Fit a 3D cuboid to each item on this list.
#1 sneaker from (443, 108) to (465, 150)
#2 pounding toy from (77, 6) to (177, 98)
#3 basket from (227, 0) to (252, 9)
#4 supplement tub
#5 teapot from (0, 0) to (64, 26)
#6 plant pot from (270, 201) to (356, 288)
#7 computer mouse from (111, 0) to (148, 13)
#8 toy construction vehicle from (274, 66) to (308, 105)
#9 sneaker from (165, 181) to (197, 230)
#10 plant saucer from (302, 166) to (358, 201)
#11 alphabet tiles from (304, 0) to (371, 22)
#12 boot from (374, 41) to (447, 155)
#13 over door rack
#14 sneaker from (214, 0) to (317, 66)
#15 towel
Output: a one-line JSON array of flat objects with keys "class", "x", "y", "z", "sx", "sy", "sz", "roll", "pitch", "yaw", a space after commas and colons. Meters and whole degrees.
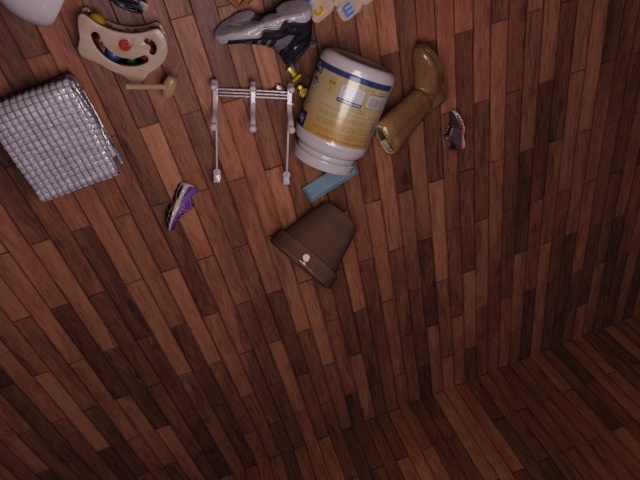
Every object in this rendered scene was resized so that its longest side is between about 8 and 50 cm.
[{"class": "sneaker", "x": 0.455, "y": -0.370, "z": 1.722, "sx": 0.065, "sy": 0.061, "sz": 0.157, "roll": -20, "pitch": 126, "yaw": 2}, {"class": "pounding toy", "x": -0.468, "y": -0.476, "z": 1.255, "sx": 0.270, "sy": 0.154, "sz": 0.154, "roll": 22, "pitch": 117, "yaw": -30}, {"class": "basket", "x": -0.189, "y": -0.756, "z": 1.210, "sx": 0.299, "sy": 0.223, "sz": 0.213, "roll": -44, "pitch": 92, "yaw": 11}, {"class": "supplement tub", "x": 0.060, "y": -0.373, "z": 1.468, "sx": 0.229, "sy": 0.228, "sz": 0.316, "roll": 10, "pitch": 118, "yaw": -25}, {"class": "teapot", "x": -0.635, "y": -0.596, "z": 1.062, "sx": 0.187, "sy": 0.252, "sz": 0.256, "roll": 17, "pitch": 113, "yaw": -37}, {"class": "plant pot", "x": 0.000, "y": 0.000, "z": 1.708, "sx": 0.229, "sy": 0.263, "sz": 0.263, "roll": -49, "pitch": 126, "yaw": -6}, {"class": "computer mouse", "x": -0.466, "y": -0.686, "z": 1.169, "sx": 0.189, "sy": 0.072, "sz": 0.272, "roll": 16, "pitch": 116, "yaw": -27}, {"class": "toy construction vehicle", "x": -0.088, "y": -0.456, "z": 1.486, "sx": 0.086, "sy": 0.035, "sz": 0.098, "roll": -40, "pitch": 118, "yaw": 7}, {"class": "sneaker", "x": -0.434, "y": -0.099, "z": 1.577, "sx": 0.071, "sy": 0.068, "sz": 0.169, "roll": 17, "pitch": 114, "yaw": -35}, {"class": "plant saucer", "x": 0.033, "y": -0.207, "z": 1.703, "sx": 0.192, "sy": 0.018, "sz": 0.067, "roll": -32, "pitch": 127, "yaw": 3}, {"class": "alphabet tiles", "x": 0.056, "y": -0.715, "z": 1.310, "sx": 0.278, "sy": 0.021, "sz": 0.284, "roll": -37, "pitch": 147, "yaw": 10}, {"class": "boot", "x": 0.267, "y": -0.430, "z": 1.541, "sx": 0.269, "sy": 0.089, "sz": 0.236, "roll": -45, "pitch": 129, "yaw": -12}, {"class": "over door rack", "x": -0.198, "y": -0.301, "z": 1.478, "sx": 0.240, "sy": 0.108, "sz": 0.324, "roll": 1, "pitch": 122, "yaw": -7}, {"class": "sneaker", "x": -0.140, "y": -0.541, "z": 1.363, "sx": 0.269, "sy": 0.101, "sz": 0.153, "roll": -11, "pitch": 145, "yaw": 8}, {"class": "towel", "x": -0.693, "y": -0.272, "z": 1.337, "sx": 0.235, "sy": 0.121, "sz": 0.283, "roll": -23, "pitch": 125, "yaw": -6}]
